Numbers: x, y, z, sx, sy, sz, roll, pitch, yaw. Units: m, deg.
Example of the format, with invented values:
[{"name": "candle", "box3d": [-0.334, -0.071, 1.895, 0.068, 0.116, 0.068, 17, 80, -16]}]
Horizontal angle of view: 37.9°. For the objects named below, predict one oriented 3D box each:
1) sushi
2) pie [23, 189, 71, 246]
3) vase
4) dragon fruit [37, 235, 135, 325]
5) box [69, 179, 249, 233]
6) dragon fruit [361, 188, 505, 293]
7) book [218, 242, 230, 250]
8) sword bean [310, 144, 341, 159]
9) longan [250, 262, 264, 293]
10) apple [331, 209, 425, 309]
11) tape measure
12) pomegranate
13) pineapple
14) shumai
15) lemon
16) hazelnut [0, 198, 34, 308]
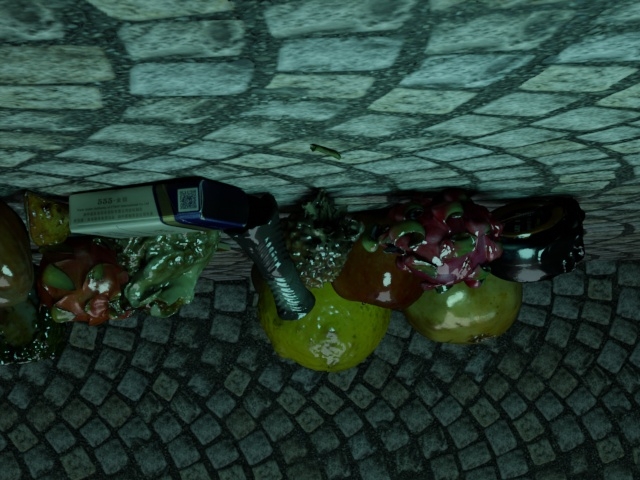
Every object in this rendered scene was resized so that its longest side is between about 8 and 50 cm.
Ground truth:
[{"name": "sushi", "box3d": [-0.838, 0.179, 2.382, 0.352, 0.293, 0.178, -1, 177, -1]}, {"name": "pie", "box3d": [-0.454, -0.030, 1.587, 0.033, 0.088, 0.191, 19, 180, 16]}, {"name": "vase", "box3d": [-0.085, 0.038, 1.711, 0.116, 0.115, 0.237, -6, 129, 25]}, {"name": "dragon fruit", "box3d": [-0.536, 0.092, 2.146, 0.227, 0.224, 0.224, 1, 175, 13]}, {"name": "box", "box3d": [-0.272, -0.050, 1.576, 0.259, 0.071, 0.168, -6, 173, 21]}, {"name": "dragon fruit", "box3d": [0.220, -0.012, 1.762, 0.218, 0.198, 0.273, 6, 158, 49]}, {"name": "book", "box3d": [-0.406, 0.021, 2.403, 0.296, 0.020, 0.208, -5, 174, 15]}, {"name": "sword bean", "box3d": [0.009, -0.124, 1.314, 0.012, 0.012, 0.083, -7, 172, 28]}, {"name": "longan", "box3d": [-0.104, 0.105, 2.641, 0.187, 0.167, 0.167, 41, -176, 13]}, {"name": "apple", "box3d": [0.132, 0.038, 2.004, 0.230, 0.229, 0.230, -3, 174, 0]}, {"name": "tape measure", "box3d": [0.430, 0.000, 1.900, 0.223, 0.135, 0.202, -8, -152, 16]}, {"name": "pomegranate", "box3d": [0.349, 0.109, 2.356, 0.333, 0.332, 0.332, -3, 174, 0]}, {"name": "pineapple", "box3d": [0.000, 0.000, 1.790, 0.175, 0.174, 0.361, -1, 170, -19]}, {"name": "shumai", "box3d": [-0.297, 0.043, 1.810, 0.189, 0.218, 0.256, 4, 176, 19]}, {"name": "lemon", "box3d": [0.021, 0.157, 2.423, 0.350, 0.387, 0.349, 36, 161, 15]}, {"name": "hazelnut", "box3d": [-0.566, 0.020, 1.520, 0.186, 0.210, 0.210, -3, 174, -22]}]
